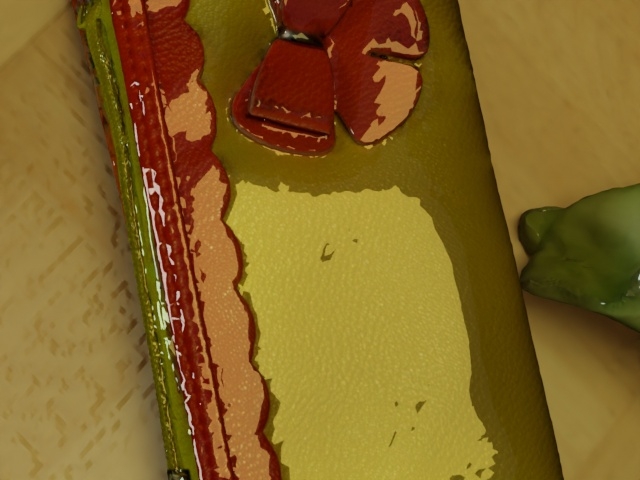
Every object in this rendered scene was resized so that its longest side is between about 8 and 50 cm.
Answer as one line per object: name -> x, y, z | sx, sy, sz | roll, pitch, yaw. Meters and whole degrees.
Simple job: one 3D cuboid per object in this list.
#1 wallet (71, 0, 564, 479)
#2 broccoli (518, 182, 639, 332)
wallet -> 0.000, 0.000, 0.664 | 0.141, 0.067, 0.241 | -9, 80, -22
broccoli -> 0.270, 0.033, 0.701 | 0.254, 0.186, 0.302 | -44, 101, -16
